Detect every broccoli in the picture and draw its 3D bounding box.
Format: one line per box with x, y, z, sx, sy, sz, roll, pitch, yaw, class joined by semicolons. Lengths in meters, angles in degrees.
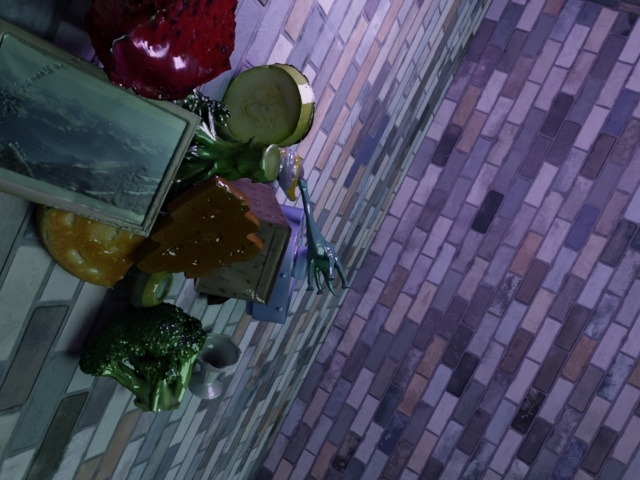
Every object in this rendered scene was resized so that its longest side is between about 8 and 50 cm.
-0.245;-0.180;1.068;0.297;0.297;0.298;6;90;-77;broccoli
-0.425;0.283;1.268;0.308;0.307;0.275;33;47;-71;broccoli

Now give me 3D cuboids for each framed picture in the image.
-0.393;-0.164;0.844;0.335;0.022;0.247;22;96;-39;framed picture

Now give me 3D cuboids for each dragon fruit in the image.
-0.252;-0.367;0.789;0.240;0.302;0.330;-27;-154;33;dragon fruit

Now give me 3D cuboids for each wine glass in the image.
-0.375;0.437;1.779;0.165;0.164;0.197;-36;153;-53;wine glass

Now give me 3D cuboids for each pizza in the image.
-0.427;-0.019;1.028;0.228;0.081;0.290;-19;144;-6;pizza

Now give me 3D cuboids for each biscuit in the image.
-0.230;-0.024;1.053;0.278;0.043;0.301;-3;142;-29;biscuit

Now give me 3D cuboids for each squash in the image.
-0.124;-0.339;1.283;0.133;0.220;0.220;-17;132;-58;squash

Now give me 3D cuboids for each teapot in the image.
-0.416;0.077;1.227;0.130;0.119;0.166;92;22;-67;teapot

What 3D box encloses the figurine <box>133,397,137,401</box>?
-0.461;0.375;1.532;0.271;0.143;0.143;-79;-179;-52;figurine

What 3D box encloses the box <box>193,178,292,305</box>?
-0.213;-0.014;1.315;0.297;0.190;0.225;-122;-132;-61;box

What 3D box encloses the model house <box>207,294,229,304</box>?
-0.294;0.143;1.655;0.165;0.106;0.152;9;105;-66;model house

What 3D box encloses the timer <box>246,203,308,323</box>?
-0.124;0.055;1.725;0.395;0.173;0.395;9;90;-88;timer

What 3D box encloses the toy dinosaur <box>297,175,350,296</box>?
0.000;0.000;1.676;0.383;0.129;0.331;54;25;-73;toy dinosaur

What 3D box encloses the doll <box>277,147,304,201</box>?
-0.119;-0.247;1.605;0.103;0.146;0.316;-30;155;6;doll
